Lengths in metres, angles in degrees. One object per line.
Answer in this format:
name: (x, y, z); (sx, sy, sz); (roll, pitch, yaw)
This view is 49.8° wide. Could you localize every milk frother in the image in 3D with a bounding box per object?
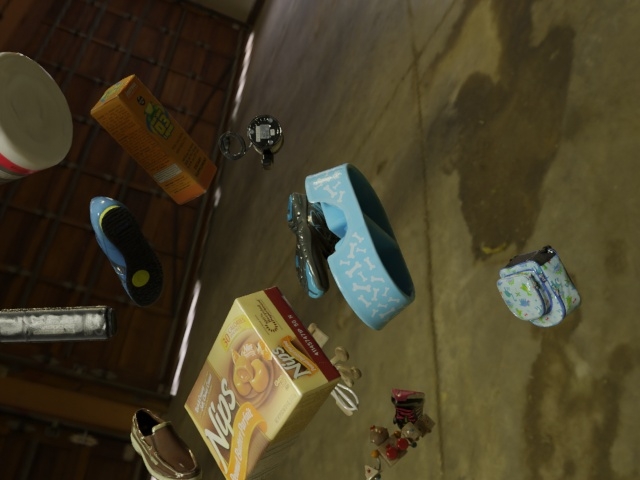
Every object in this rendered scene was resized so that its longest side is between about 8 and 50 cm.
milk frother: (-0.170, -0.250, 1.730); (0.135, 0.143, 0.129); (109, 177, -89)

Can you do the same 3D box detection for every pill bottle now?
pill bottle: (-0.560, -0.155, 1.057); (0.318, 0.176, 0.176); (-15, 45, 20)

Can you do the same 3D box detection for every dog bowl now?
dog bowl: (0.067, -0.002, 1.112); (0.074, 0.166, 0.297); (-31, 53, 18)

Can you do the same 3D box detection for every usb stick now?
usb stick: (-0.574, 0.182, 1.493); (0.045, 0.277, 0.077); (-5, -88, -79)

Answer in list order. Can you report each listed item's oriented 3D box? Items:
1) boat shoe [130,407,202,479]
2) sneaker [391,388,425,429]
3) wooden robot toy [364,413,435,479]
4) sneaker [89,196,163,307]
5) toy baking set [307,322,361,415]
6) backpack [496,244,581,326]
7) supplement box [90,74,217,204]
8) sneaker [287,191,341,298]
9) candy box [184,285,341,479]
boat shoe: (-0.347, 0.445, 1.504); (0.257, 0.095, 0.095); (17, 112, 45)
sneaker: (0.172, 0.336, 1.354); (0.170, 0.063, 0.075); (54, -136, -66)
wooden robot toy: (0.127, 0.364, 1.270); (0.173, 0.079, 0.076); (-35, -26, -21)
sneaker: (-0.323, 0.016, 1.147); (0.082, 0.069, 0.209); (28, 143, 45)
toy baking set: (0.009, 0.293, 1.539); (0.030, 0.196, 0.256); (-37, -37, -32)
backpack: (0.344, 0.082, 1.095); (0.084, 0.114, 0.105); (-35, 2, -26)
supplement box: (-0.294, -0.177, 1.237); (0.080, 0.233, 0.078); (-22, 35, 32)
sneaker: (0.000, 0.000, 1.799); (0.125, 0.139, 0.341); (104, 162, -48)
candy box: (-0.105, 0.245, 1.106); (0.183, 0.087, 0.316); (53, 136, 25)
